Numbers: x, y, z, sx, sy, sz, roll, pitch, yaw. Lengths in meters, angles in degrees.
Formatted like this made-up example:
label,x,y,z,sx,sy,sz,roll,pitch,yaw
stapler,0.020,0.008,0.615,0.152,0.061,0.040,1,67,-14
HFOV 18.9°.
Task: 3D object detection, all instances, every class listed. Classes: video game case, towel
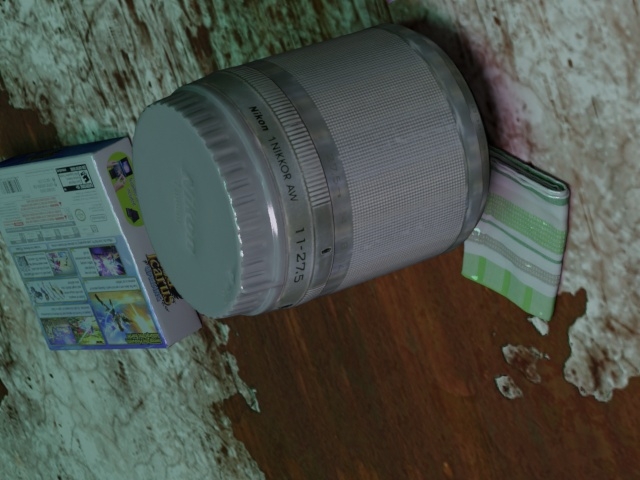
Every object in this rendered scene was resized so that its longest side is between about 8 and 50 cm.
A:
label,x,y,z,sx,sy,sz,roll,pitch,yaw
video game case,-0.279,0.009,2.294,0.269,0.061,0.244,-5,109,51
towel,0.177,-0.006,1.780,0.113,0.023,0.152,32,136,34

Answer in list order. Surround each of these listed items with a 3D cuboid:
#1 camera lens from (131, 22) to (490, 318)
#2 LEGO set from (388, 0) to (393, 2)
label,x,y,z,sx,sy,sz,roll,pitch,yaw
camera lens,-0.003,-0.064,1.723,0.219,0.274,0.219,40,140,46
LEGO set,0.059,-0.331,1.638,0.227,0.087,0.093,63,159,-4
